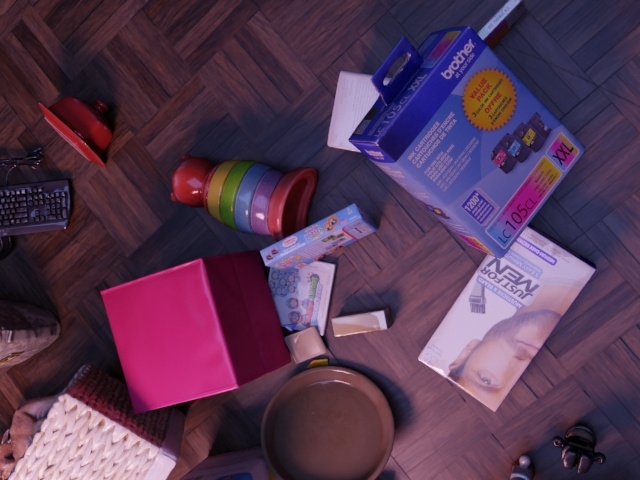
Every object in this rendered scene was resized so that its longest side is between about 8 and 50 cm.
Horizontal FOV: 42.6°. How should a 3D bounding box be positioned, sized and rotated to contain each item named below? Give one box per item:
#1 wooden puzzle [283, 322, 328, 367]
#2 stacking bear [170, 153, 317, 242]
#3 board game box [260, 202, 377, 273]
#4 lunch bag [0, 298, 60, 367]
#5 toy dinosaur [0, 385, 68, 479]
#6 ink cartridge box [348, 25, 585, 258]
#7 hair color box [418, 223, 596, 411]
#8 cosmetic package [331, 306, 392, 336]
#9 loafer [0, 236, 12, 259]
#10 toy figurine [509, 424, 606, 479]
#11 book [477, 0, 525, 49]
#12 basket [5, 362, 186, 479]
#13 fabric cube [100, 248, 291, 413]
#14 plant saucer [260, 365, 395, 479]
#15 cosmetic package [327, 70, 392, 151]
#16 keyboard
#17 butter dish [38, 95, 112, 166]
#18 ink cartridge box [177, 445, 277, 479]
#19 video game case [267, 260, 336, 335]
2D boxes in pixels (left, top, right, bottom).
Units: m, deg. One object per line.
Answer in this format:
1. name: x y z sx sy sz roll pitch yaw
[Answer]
1. wooden puzzle: -0.031 0.222 1.751 0.079 0.014 0.116 -17 107 5
2. stacking bear: -0.179 -0.100 1.728 0.289 0.164 0.175 15 97 19
3. board game box: 0.000 0.000 1.662 0.212 0.160 0.039 -27 76 10
4. lunch bag: -0.773 0.210 1.869 0.287 0.235 0.168 5 89 17
5. toy dinosaur: -0.688 0.458 1.921 0.200 0.127 0.295 21 93 21
6. ink cartridge box: 0.243 -0.194 1.478 0.395 0.151 0.270 39 86 -19
7. hair color box: 0.362 0.139 1.604 0.185 0.110 0.338 34 103 11
8. cosmetic package: 0.087 0.169 1.709 0.115 0.060 0.041 -11 90 18
9. loafer: -0.836 0.027 1.959 0.220 0.078 0.080 -20 87 16
10. toy figurine: 0.474 0.484 1.575 0.210 0.148 0.213 -35 85 21
11. book: 0.335 -0.406 1.588 0.144 0.096 0.035 -45 80 13
12. basket: -0.474 0.470 1.690 0.266 0.331 0.328 33 89 -9
13. fabric cube: -0.251 0.181 1.698 0.254 0.259 0.258 -19 86 22
14. plant saucer: 0.016 0.396 1.693 0.278 0.041 0.277 -4 63 7
15. cosmetic package: 0.131 -0.241 1.627 0.184 0.151 0.151 12 97 16
16. keyboard: -0.736 -0.111 1.920 0.317 0.033 0.201 -6 81 6
17. butter dish: -0.523 -0.265 1.833 0.160 0.160 0.118 40 80 11
18. ink cartridge box: -0.179 0.563 1.696 0.198 0.270 0.197 -16 90 16
19. video game case: -0.047 0.113 1.766 0.143 0.019 0.157 11 96 16
